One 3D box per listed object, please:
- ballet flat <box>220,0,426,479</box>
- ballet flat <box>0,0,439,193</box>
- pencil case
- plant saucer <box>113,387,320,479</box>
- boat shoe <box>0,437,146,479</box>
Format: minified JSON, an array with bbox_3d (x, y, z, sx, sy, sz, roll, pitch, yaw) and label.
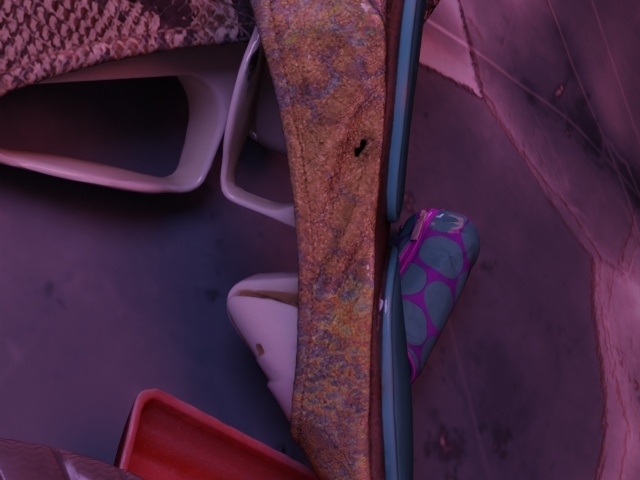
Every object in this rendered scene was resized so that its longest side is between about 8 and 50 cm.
[{"bbox_3d":[0.000,0.000,0.583,0.123,0.123,0.349,-14,109,-47],"label":"ballet flat"},{"bbox_3d":[-0.077,-0.124,0.644,0.482,0.164,0.182,-15,104,-42],"label":"ballet flat"},{"bbox_3d":[0.064,0.040,0.749,0.070,0.064,0.152,62,39,-27],"label":"pencil case"},{"bbox_3d":[-0.040,0.245,0.546,0.259,0.047,0.259,37,49,-38],"label":"plant saucer"},{"bbox_3d":[-0.161,0.145,0.395,0.355,0.130,0.132,28,49,-15],"label":"boat shoe"}]
